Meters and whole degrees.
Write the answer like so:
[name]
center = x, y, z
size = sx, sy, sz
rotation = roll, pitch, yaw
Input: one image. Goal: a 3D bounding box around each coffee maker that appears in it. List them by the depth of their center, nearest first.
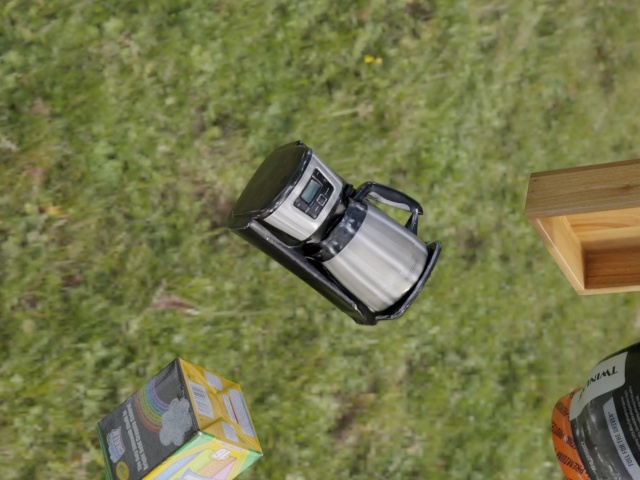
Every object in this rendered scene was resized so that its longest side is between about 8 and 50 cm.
[coffee maker]
center = 0.000, 0.000, 1.162
size = 0.178, 0.171, 0.120
rotation = 38, 49, -17

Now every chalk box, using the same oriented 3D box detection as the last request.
[chalk box]
center = -0.208, 0.284, 1.598
size = 0.132, 0.213, 0.132
rotation = 29, 28, -44

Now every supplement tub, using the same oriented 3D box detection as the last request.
[supplement tub]
center = 0.440, 0.187, 1.302
size = 0.207, 0.338, 0.207
rotation = 32, 42, -34

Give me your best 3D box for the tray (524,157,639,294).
[tray]
center = 0.483, -0.028, 1.446
size = 0.203, 0.410, 0.076
rotation = 48, 46, -43
